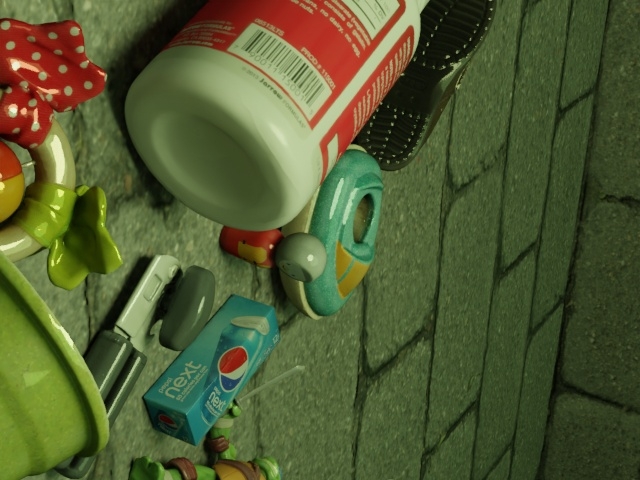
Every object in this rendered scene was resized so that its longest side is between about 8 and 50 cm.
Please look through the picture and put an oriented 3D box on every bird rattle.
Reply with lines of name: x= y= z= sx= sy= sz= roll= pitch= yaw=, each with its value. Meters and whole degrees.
bird rattle: x=-0.278 y=-0.069 z=0.946 sx=0.207 sy=0.143 sz=0.253 roll=-26 pitch=126 yaw=-38

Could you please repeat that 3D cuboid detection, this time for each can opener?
can opener: x=-0.216 y=0.144 z=1.204 sx=0.283 sy=0.095 sz=0.076 roll=-64 pitch=151 yaw=-20

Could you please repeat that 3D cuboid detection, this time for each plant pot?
plant pot: x=-0.351 y=0.136 z=0.801 sx=0.254 sy=0.276 sz=0.276 roll=-40 pitch=139 yaw=-31

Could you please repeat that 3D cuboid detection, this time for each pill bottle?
pill bottle: x=-0.025 y=-0.222 z=1.224 sx=0.407 sy=0.229 sz=0.229 roll=-55 pitch=147 yaw=-33

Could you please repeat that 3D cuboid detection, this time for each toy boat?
toy boat: x=0.000 y=0.000 z=1.481 sx=0.318 sy=0.148 sz=0.267 roll=-14 pitch=116 yaw=-60

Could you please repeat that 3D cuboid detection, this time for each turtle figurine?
turtle figurine: x=-0.103 y=0.296 z=1.402 sx=0.266 sy=0.275 sz=0.197 roll=-8 pitch=77 yaw=-57

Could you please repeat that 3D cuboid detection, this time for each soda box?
soda box: x=-0.139 y=0.168 z=1.390 sx=0.210 sy=0.071 sz=0.067 roll=-51 pitch=145 yaw=-38

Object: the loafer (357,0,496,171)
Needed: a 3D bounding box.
loafer: x=0.162 y=-0.272 z=1.699 sx=0.365 sy=0.134 sz=0.130 roll=-59 pitch=174 yaw=-8
